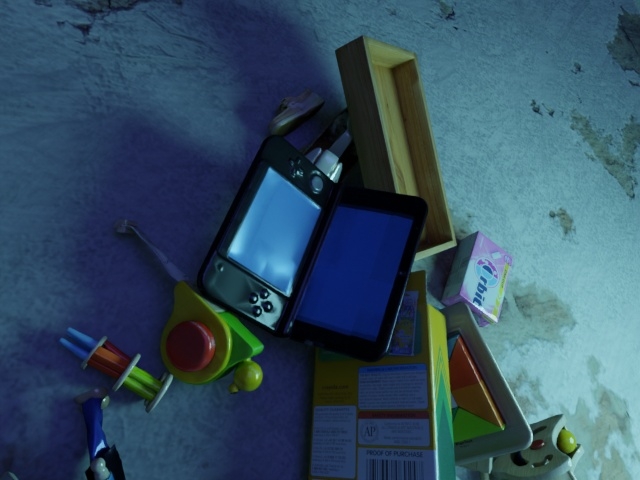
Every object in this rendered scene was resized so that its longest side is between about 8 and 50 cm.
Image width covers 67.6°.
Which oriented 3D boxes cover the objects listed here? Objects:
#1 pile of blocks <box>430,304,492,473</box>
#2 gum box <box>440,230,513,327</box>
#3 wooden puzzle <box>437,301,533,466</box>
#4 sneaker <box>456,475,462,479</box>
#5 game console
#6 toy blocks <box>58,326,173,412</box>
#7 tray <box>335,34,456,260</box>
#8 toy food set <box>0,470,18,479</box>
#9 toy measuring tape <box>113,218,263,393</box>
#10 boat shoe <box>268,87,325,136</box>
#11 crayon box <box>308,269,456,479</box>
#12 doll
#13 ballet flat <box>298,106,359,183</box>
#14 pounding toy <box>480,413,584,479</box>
[{"bbox_3d":[0.222,0.217,0.862,0.112,0.148,0.363,-5,72,-60],"label":"pile of blocks"},{"bbox_3d":[0.338,0.087,1.030,0.107,0.062,0.189,36,56,-10],"label":"gum box"},{"bbox_3d":[0.192,0.250,0.790,0.044,0.220,0.239,-4,68,-60],"label":"wooden puzzle"},{"bbox_3d":[0.163,0.510,0.726,0.126,0.127,0.321,51,30,-7],"label":"sneaker"},{"bbox_3d":[0.000,0.000,0.735,0.250,0.173,0.293,37,61,-32],"label":"game console"},{"bbox_3d":[-0.274,0.161,0.627,0.148,0.123,0.054,36,67,-11],"label":"toy blocks"},{"bbox_3d":[0.154,-0.171,0.944,0.202,0.076,0.412,-13,92,-50],"label":"tray"},{"bbox_3d":[-0.249,0.409,0.482,0.306,0.092,0.220,37,63,-18],"label":"toy food set"},{"bbox_3d":[-0.217,0.109,0.708,0.330,0.121,0.121,41,54,13],"label":"toy measuring tape"},{"bbox_3d":[-0.059,-0.263,0.971,0.059,0.063,0.170,46,46,-1],"label":"boat shoe"},{"bbox_3d":[0.093,0.223,0.747,0.083,0.202,0.323,34,51,-49],"label":"crayon box"},{"bbox_3d":[-0.262,0.280,0.584,0.046,0.129,0.189,-14,62,-26],"label":"doll"},{"bbox_3d":[0.018,-0.159,0.931,0.123,0.123,0.349,41,56,-7],"label":"ballet flat"},{"bbox_3d":[0.378,0.379,0.848,0.269,0.154,0.155,-19,79,-47],"label":"pounding toy"}]
